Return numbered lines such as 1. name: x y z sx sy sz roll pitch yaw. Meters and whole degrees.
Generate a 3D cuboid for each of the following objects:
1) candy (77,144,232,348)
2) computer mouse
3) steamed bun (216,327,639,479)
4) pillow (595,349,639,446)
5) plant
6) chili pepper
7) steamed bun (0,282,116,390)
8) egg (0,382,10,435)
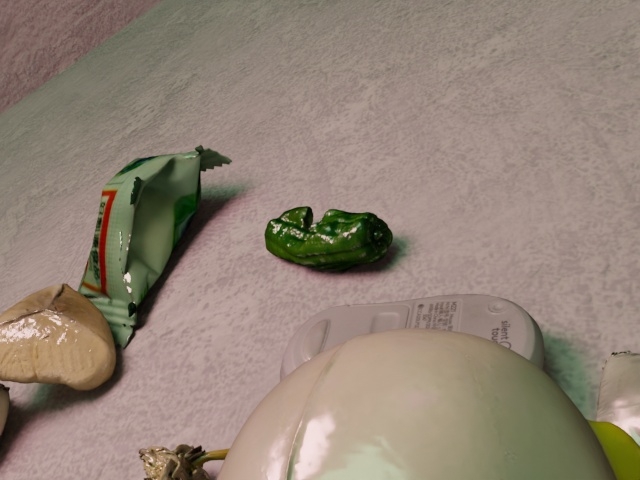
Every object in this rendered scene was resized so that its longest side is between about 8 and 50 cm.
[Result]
1. candy: -0.346 0.004 1.429 0.263 0.172 0.397 1 67 54
2. computer mouse: 0.101 0.154 0.874 0.297 0.121 0.184 -5 30 13
3. steamed bun: 0.079 0.246 0.546 0.334 0.373 0.334 -21 24 10
4. pillow: 0.368 0.152 0.714 0.229 0.051 0.128 -6 40 38
5. plant: -0.163 0.278 0.957 0.122 0.104 0.116 -30 23 -5
6. chili pepper: 0.001 -0.001 1.185 0.253 0.083 0.099 6 49 50
7. steamed bun: -0.423 0.148 1.256 0.213 0.110 0.231 21 33 11
8. egg: -0.649 0.297 1.226 0.286 0.264 0.174 2 76 15
